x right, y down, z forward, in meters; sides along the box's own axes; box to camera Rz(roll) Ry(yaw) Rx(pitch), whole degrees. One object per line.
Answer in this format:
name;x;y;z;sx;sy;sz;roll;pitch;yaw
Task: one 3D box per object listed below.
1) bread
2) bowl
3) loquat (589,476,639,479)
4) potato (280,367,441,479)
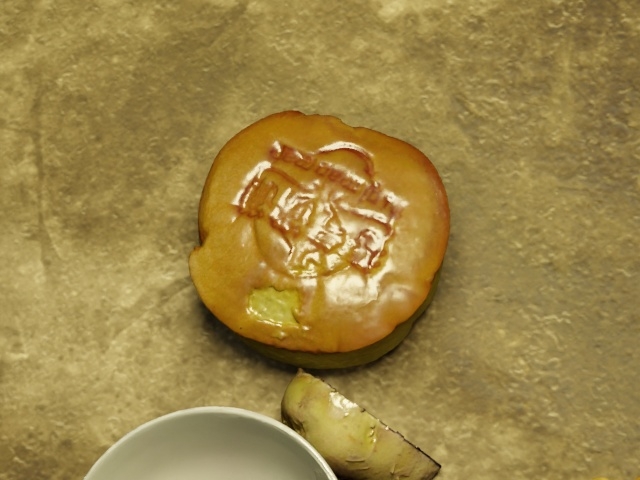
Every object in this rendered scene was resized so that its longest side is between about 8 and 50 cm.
bread;0.000;0.000;1.736;0.269;0.148;0.270;-2;71;6
bowl;-0.100;0.315;1.642;0.287;0.144;0.287;-2;70;6
loquat;0.284;0.352;1.524;0.276;0.276;0.284;5;75;9
potato;0.024;0.207;1.692;0.172;0.100;0.089;35;84;14
